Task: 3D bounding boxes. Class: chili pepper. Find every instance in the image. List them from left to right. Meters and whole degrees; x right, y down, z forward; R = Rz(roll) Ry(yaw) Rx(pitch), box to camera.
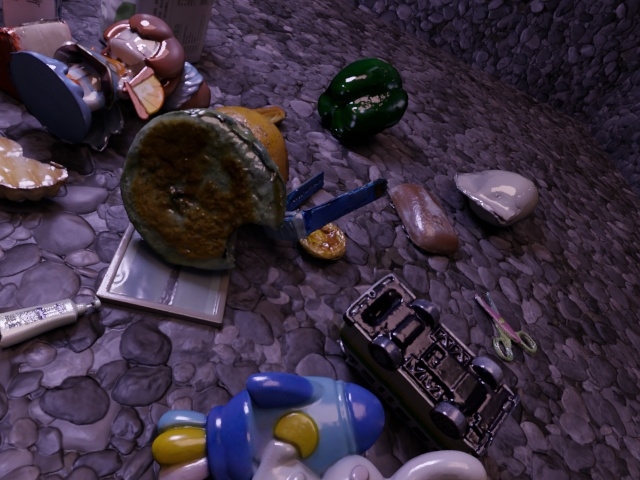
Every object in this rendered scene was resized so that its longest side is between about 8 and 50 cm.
[{"bbox_3d":[0.132,-0.443,1.395,0.257,0.248,0.233,-32,82,-36],"label":"chili pepper"}]

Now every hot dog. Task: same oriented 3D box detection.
[{"bbox_3d":[-0.183,-0.340,1.236,0.066,0.047,0.216,54,43,3],"label":"hot dog"}]

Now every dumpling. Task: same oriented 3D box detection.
[{"bbox_3d":[0.582,-0.164,1.440,0.341,0.181,0.260,-34,61,-24],"label":"dumpling"}]

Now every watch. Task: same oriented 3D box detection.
[{"bbox_3d":[-0.030,-0.094,1.013,0.275,0.068,0.276,-30,24,-25],"label":"watch"}]

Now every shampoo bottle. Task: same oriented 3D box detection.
[{"bbox_3d":[-0.407,0.116,0.657,0.141,0.034,0.049,-15,52,-41],"label":"shampoo bottle"}]

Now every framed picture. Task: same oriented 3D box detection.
[{"bbox_3d":[-0.275,0.021,0.844,0.213,0.016,0.289,17,43,-16],"label":"framed picture"}]

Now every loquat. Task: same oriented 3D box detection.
[{"bbox_3d":[-0.178,-0.165,0.912,0.235,0.235,0.235,17,43,-17],"label":"loquat"}]

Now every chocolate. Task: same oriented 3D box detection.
[{"bbox_3d":[0.305,-0.077,1.247,0.161,0.083,0.261,5,47,-30],"label":"chocolate"}]

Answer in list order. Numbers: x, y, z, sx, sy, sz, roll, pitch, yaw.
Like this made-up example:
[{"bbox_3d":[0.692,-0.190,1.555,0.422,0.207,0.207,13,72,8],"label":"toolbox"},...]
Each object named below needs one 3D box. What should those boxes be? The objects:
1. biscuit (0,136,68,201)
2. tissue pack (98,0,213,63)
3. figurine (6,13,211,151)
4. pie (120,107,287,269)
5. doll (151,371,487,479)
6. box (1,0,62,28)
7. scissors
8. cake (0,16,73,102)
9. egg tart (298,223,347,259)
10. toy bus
[{"bbox_3d":[-0.563,-0.122,0.777,0.183,0.061,0.118,32,42,3],"label":"biscuit"},{"bbox_3d":[-0.436,-0.680,1.178,0.194,0.356,0.266,43,42,13],"label":"tissue pack"},{"bbox_3d":[-0.443,-0.362,0.981,0.277,0.248,0.388,35,50,0],"label":"figurine"},{"bbox_3d":[-0.213,-0.088,0.782,0.303,0.302,0.067,26,13,-7],"label":"pie"},{"bbox_3d":[-0.025,0.303,0.565,0.376,0.187,0.365,-19,52,-42],"label":"doll"},{"bbox_3d":[-0.701,-0.654,1.054,0.116,0.274,0.203,2,48,-28],"label":"box"},{"bbox_3d":[0.458,0.213,1.101,0.134,0.020,0.187,-4,53,-29],"label":"scissors"},{"bbox_3d":[-0.690,-0.398,0.981,0.262,0.159,0.158,5,35,22],"label":"cake"},{"bbox_3d":[0.000,0.000,1.007,0.131,0.052,0.130,16,44,-16],"label":"egg tart"},{"bbox_3d":[0.171,0.229,0.788,0.143,0.179,0.305,-36,73,-31],"label":"toy bus"}]
